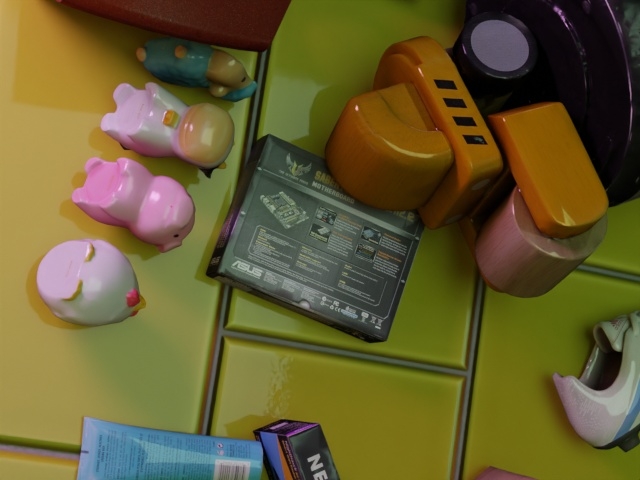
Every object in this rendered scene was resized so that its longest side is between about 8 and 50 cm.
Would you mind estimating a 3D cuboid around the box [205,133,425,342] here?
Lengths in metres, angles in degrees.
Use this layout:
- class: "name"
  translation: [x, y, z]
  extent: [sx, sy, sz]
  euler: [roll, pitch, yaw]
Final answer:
- class: "box"
  translation: [0.000, 0.000, 1.462]
  extent: [0.231, 0.056, 0.183]
  euler: [23, 76, -16]

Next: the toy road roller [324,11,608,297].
- class: "toy road roller"
  translation: [0.154, -0.082, 1.404]
  extent: [0.241, 0.202, 0.329]
  euler: [-18, 72, -20]

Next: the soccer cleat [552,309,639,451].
- class: "soccer cleat"
  translation: [0.444, 0.132, 1.575]
  extent: [0.331, 0.116, 0.143]
  euler: [-38, 98, -19]

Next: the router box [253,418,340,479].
- class: "router box"
  translation: [-0.012, 0.296, 1.386]
  extent: [0.046, 0.133, 0.179]
  euler: [-20, 91, -21]

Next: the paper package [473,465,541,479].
- class: "paper package"
  translation: [0.203, 0.482, 1.425]
  extent: [0.325, 0.168, 0.309]
  euler: [-36, 95, -19]

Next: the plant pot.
- class: "plant pot"
  translation: [-0.145, -0.345, 1.321]
  extent: [0.236, 0.267, 0.267]
  euler: [23, 97, -26]

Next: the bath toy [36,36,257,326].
- class: "bath toy"
  translation: [-0.191, -0.055, 1.369]
  extent: [0.129, 0.151, 0.348]
  euler: [39, 70, -49]

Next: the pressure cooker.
- class: "pressure cooker"
  translation: [0.435, -0.262, 1.484]
  extent: [0.420, 0.370, 0.375]
  euler: [-17, 50, -21]

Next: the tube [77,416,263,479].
- class: "tube"
  translation: [-0.171, 0.250, 1.382]
  extent: [0.207, 0.052, 0.080]
  euler: [7, 77, -14]
